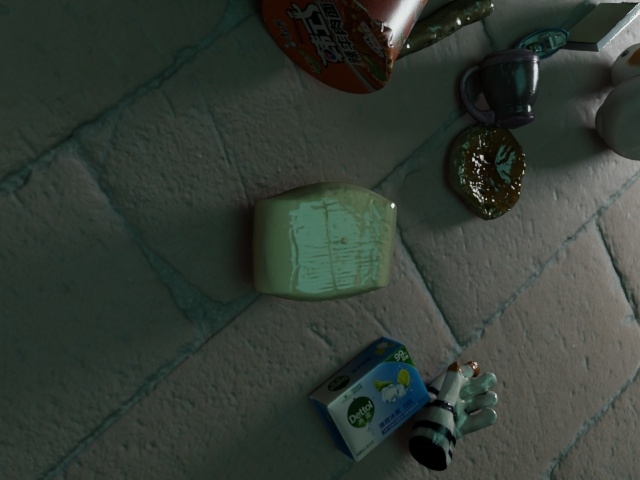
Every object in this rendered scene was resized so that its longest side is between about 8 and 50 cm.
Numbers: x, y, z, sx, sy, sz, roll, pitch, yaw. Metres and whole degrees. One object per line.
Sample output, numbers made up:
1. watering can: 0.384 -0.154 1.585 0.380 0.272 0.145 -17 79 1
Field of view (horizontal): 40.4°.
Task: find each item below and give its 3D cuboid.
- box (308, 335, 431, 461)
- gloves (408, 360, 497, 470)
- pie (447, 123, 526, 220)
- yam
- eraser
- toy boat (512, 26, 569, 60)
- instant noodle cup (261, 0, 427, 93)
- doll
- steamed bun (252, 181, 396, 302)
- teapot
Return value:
1. box: 0.095 0.294 1.630 0.194 0.073 0.139 -36 113 -21
2. gloves: 0.255 0.332 1.713 0.140 0.131 0.219 45 48 -16
3. pie: 0.333 -0.143 1.720 0.195 0.046 0.195 -4 97 -32
4. yam: 0.204 -0.389 1.601 0.274 0.061 0.061 -31 111 -22
5. eraser: 0.571 -0.439 1.781 0.150 0.104 0.023 -42 123 -18
6. toy boat: 0.448 -0.393 1.738 0.140 0.066 0.059 -26 106 -26
7. instant noodle cup: 0.056 -0.395 1.420 0.250 0.250 0.192 46 66 -27
8. doll: 0.687 -0.299 1.842 0.221 0.221 0.251 -44 138 -17
9. steamed bun: 0.000 0.000 1.485 0.250 0.155 0.200 -2 95 -23
10. teapot: 0.351 -0.285 1.659 0.148 0.116 0.146 -5 89 -24
